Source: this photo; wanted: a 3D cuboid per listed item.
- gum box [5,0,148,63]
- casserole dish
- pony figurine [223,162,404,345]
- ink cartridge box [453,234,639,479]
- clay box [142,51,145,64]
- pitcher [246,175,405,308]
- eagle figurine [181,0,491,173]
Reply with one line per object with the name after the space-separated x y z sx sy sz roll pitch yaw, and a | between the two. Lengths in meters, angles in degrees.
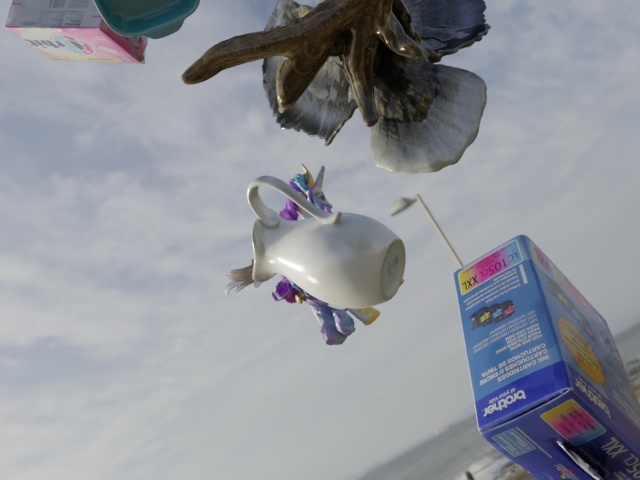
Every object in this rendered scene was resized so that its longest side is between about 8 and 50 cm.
-0.370 -0.329 1.005 0.188 0.062 0.107 7 -10 19 | gum box
-0.200 -0.306 0.681 0.114 0.037 0.188 -24 -50 -7 | casserole dish
-0.023 0.051 1.439 0.351 0.363 0.303 -42 4 -16 | pony figurine
0.353 0.217 0.972 0.151 0.395 0.270 -36 -63 29 | ink cartridge box
-0.362 -0.438 1.240 0.053 0.127 0.222 0 -5 -15 | clay box
0.000 0.000 0.866 0.125 0.207 0.177 -53 -37 -39 | pitcher
0.035 -0.194 0.580 0.298 0.226 0.225 -66 -12 -76 | eagle figurine
